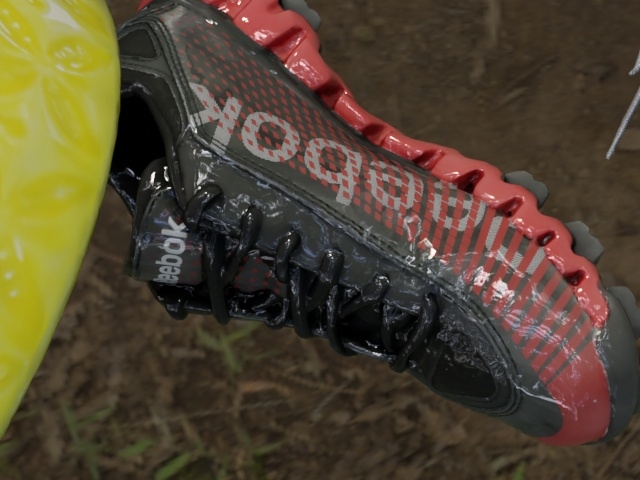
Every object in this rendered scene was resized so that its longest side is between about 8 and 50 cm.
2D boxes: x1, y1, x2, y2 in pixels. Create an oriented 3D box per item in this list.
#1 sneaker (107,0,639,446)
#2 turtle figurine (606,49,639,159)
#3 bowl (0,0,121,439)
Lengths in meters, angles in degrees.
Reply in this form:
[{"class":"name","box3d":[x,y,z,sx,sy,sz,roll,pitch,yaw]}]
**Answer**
[{"class":"sneaker","box3d":[0.000,0.000,0.642,0.276,0.135,0.097,40,143,17]},{"class":"turtle figurine","box3d":[0.226,-0.092,0.646,0.175,0.118,0.234,41,102,12]},{"class":"bowl","box3d":[-0.210,-0.003,0.453,0.289,0.156,0.289,-31,40,30]}]
